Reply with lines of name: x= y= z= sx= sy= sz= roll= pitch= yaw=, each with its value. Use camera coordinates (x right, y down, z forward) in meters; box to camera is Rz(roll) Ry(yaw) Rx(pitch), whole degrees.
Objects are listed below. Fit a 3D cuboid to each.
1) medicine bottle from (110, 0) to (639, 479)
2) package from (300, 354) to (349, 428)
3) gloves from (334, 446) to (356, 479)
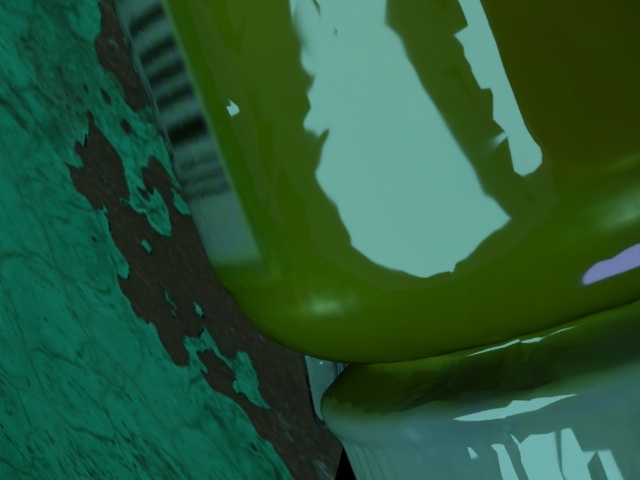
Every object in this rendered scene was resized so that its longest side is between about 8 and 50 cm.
medicine bottle: x=0.062 y=-0.058 z=0.424 sx=0.224 sy=0.224 sz=0.384 roll=-15 pitch=96 yaw=58
package: x=0.000 y=0.000 z=0.791 sx=0.154 sy=0.030 sz=0.239 roll=-5 pitch=114 yaw=57
gloves: x=0.141 y=0.140 z=0.598 sx=0.301 sy=0.197 sz=0.152 roll=33 pitch=101 yaw=4
